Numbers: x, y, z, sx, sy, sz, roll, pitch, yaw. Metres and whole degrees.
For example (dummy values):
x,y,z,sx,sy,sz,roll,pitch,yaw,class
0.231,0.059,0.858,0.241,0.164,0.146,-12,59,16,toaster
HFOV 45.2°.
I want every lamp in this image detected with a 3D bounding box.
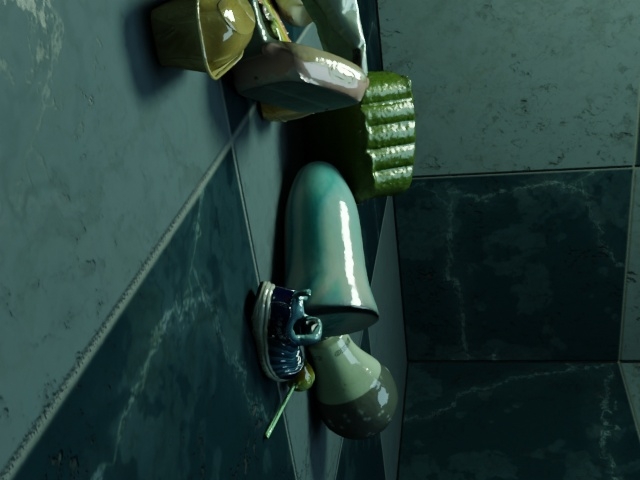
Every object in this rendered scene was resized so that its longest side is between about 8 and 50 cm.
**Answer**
x,y,z,sx,sy,sz,roll,pitch,yaw,class
0.046,0.297,1.637,0.314,0.181,0.182,53,32,-36,lamp

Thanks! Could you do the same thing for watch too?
x,y,z,sx,sy,sz,roll,pitch,yaw,class
-0.041,-0.336,1.168,0.253,0.161,0.241,9,82,-45,watch

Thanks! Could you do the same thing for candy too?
x,y,z,sx,sy,sz,roll,pitch,yaw,class
-0.061,0.279,1.354,0.202,0.061,0.061,-56,143,-57,candy

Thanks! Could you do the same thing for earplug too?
x,y,z,sx,sy,sz,roll,pitch,yaw,class
0.000,0.000,1.425,0.185,0.184,0.324,61,22,-66,earplug

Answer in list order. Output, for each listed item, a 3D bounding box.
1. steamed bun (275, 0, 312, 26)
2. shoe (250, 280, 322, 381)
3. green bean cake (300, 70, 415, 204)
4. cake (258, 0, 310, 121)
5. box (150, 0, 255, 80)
x,y,z,sx,sy,sz,roll,pitch,yaw,class
-0.034,-0.479,1.384,0.183,0.106,0.183,-9,90,-84,steamed bun
-0.050,0.154,1.259,0.092,0.106,0.207,-77,167,-46,shoe
0.077,-0.215,1.556,0.249,0.156,0.247,17,-65,56,green bean cake
-0.085,-0.310,1.323,0.109,0.090,0.226,-52,120,-72,cake
-0.132,-0.256,0.920,0.177,0.111,0.111,-69,155,-62,box
